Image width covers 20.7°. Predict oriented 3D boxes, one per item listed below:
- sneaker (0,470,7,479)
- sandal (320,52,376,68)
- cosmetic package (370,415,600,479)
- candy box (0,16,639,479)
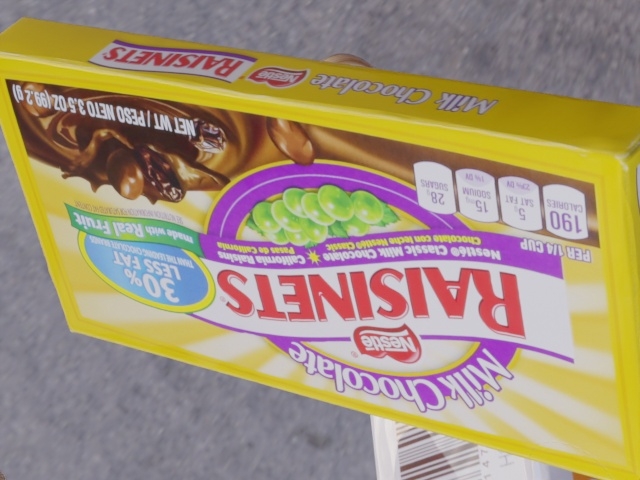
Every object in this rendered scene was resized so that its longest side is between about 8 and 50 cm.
[{"bbox_3d":[-0.250,0.232,1.125,0.161,0.102,0.282,-22,84,-6],"label":"sneaker"},{"bbox_3d":[0.091,-0.054,1.334,0.240,0.079,0.088,31,103,-31],"label":"sandal"},{"bbox_3d":[0.259,0.148,1.159,0.161,0.453,0.230,-28,61,49],"label":"cosmetic package"},{"bbox_3d":[0.000,0.000,0.478,0.206,0.027,0.105,12,132,34],"label":"candy box"}]
